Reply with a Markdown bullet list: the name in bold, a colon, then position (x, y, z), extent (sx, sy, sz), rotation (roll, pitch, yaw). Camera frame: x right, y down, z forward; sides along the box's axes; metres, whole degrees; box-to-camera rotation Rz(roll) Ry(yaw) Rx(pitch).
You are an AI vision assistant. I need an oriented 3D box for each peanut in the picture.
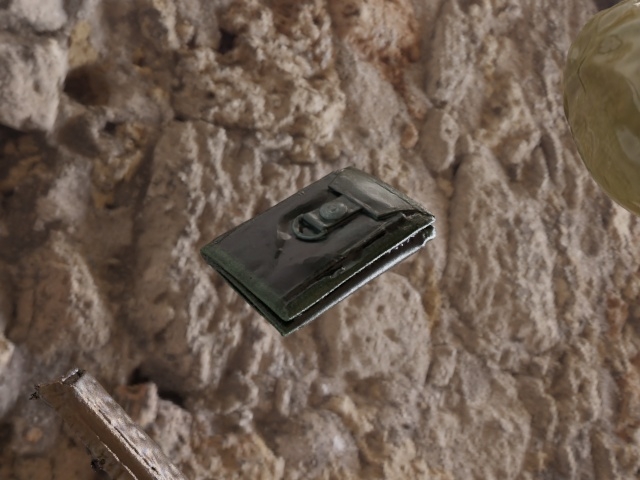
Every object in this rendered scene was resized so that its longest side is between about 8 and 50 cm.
- **peanut**: position (0.162, -0.021, 0.293), extent (0.187, 0.082, 0.082), rotation (47, -64, 22)

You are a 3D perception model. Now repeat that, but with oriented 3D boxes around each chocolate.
- **chocolate**: position (-0.167, 0.256, 0.818), extent (0.065, 0.329, 0.102), rotation (-44, -174, -10)

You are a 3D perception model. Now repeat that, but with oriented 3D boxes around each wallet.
- **wallet**: position (0.000, -0.002, 0.913), extent (0.160, 0.236, 0.055), rotation (37, -37, 34)
